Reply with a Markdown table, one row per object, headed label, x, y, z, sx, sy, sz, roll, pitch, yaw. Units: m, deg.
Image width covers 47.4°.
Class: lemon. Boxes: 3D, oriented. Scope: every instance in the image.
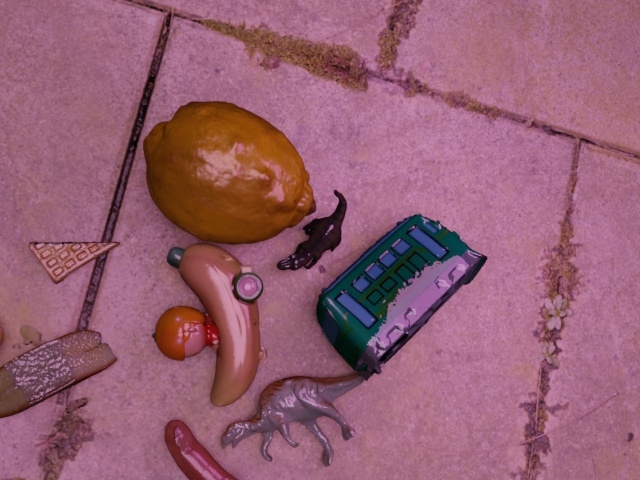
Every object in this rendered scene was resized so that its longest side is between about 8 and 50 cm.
| label | x | y | z | sx | sy | sz | roll | pitch | yaw |
| --- | --- | --- | --- | --- | --- | --- | --- | --- | --- |
| lemon | -0.182 | -0.123 | 1.419 | 0.285 | 0.285 | 0.316 | -38 | 97 | -15 |

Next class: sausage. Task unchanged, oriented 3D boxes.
| label | x | y | z | sx | sy | sz | roll | pitch | yaw |
| --- | --- | --- | --- | --- | --- | --- | --- | --- | --- |
| sausage | -0.198 | 0.471 | 1.424 | 0.304 | 0.078 | 0.078 | 43 | 75 | -3 |

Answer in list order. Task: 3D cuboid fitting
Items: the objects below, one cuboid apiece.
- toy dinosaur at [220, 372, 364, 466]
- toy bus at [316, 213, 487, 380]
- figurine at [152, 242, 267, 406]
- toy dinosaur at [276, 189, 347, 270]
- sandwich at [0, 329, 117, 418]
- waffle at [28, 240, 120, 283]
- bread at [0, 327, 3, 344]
| label | x | y | z | sx | sy | sz | roll | pitch | yaw |
| --- | --- | --- | --- | --- | --- | --- | --- | --- | --- |
| toy dinosaur | -0.003 | 0.339 | 1.485 | 0.393 | 0.092 | 0.205 | -42 | 87 | -13 |
| toy bus | 0.153 | 0.102 | 1.495 | 0.343 | 0.184 | 0.199 | -40 | 73 | -20 |
| figurine | -0.220 | 0.166 | 1.440 | 0.222 | 0.124 | 0.325 | -4 | 87 | -13 |
| toy dinosaur | 0.000 | 0.000 | 1.484 | 0.087 | 0.179 | 0.187 | 36 | 78 | -5 |
| sandwich | -0.521 | 0.251 | 1.375 | 0.258 | 0.096 | 0.094 | -28 | 83 | -18 |
| waffle | -0.489 | 0.009 | 1.451 | 0.152 | 0.023 | 0.098 | -33 | 91 | -14 |
| bread | -0.678 | 0.161 | 1.344 | 0.177 | 0.084 | 0.119 | 38 | 35 | -6 |
